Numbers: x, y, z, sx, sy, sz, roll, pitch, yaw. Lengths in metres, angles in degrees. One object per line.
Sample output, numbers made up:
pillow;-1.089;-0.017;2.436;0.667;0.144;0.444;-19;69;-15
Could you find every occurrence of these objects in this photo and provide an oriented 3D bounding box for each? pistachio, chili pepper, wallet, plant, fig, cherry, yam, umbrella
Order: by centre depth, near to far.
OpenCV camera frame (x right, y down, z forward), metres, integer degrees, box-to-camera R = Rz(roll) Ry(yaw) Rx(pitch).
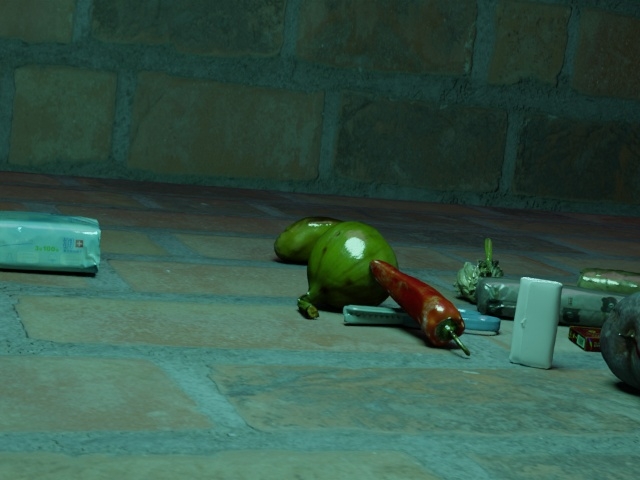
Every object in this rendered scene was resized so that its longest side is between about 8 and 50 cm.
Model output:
cherry;0.462;0.136;1.597;0.176;0.140;0.176;9;-6;1
wallet;0.300;0.114;1.694;0.061;0.122;0.025;9;8;18
chili pepper;0.153;0.097;1.807;0.063;0.071;0.272;-31;36;-11
fig;0.037;0.063;1.962;0.148;0.186;0.142;42;-13;44
umbrella;0.429;0.110;2.046;0.338;0.067;0.073;6;21;1
plant;0.299;0.056;2.179;0.105;0.121;0.116;16;-2;-15
yam;0.644;0.100;2.301;0.318;0.071;0.067;8;-29;17
pistachio;0.001;-0.001;2.410;0.189;0.100;0.110;3;12;-8

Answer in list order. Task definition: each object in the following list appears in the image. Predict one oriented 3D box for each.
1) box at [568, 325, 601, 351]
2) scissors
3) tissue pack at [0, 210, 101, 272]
box;0.421;0.153;1.883;0.052;0.023;0.082;6;8;-8
scissors;0.152;0.119;1.897;0.256;0.030;0.125;4;5;-24
tissue pack;-0.506;-0.002;2.059;0.263;0.089;0.177;5;6;-13
